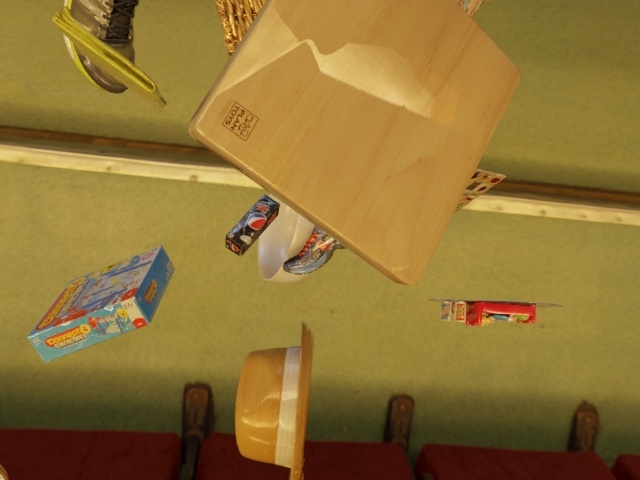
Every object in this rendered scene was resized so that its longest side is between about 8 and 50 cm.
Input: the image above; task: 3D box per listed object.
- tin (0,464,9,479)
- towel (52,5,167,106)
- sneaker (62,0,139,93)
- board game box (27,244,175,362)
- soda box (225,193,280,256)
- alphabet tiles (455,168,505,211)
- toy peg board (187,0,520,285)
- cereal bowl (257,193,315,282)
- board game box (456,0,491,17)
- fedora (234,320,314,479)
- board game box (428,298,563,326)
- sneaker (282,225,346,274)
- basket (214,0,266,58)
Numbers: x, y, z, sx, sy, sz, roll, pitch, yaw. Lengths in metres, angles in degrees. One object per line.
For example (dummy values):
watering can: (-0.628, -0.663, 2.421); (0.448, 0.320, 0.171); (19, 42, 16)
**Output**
tin: (-0.511, 0.342, 0.823); (0.040, 0.190, 0.106); (28, 87, 32)
towel: (-0.204, -0.177, 0.628); (0.102, 0.237, 0.021); (35, 90, -15)
sneaker: (-0.319, -0.371, 0.930); (0.111, 0.121, 0.299); (-26, 127, -44)
board game box: (-0.569, 0.160, 1.639); (0.302, 0.308, 0.086); (-21, 112, 8)
soda box: (-0.175, -0.040, 1.589); (0.053, 0.060, 0.169); (33, 60, 10)
alphabet tiles: (0.307, -0.119, 1.496); (0.237, 0.009, 0.198); (6, 148, -40)
toy peg board: (0.016, -0.082, 0.378); (0.161, 0.079, 0.161); (35, 76, -26)
cereal bowl: (-0.049, -0.045, 1.638); (0.141, 0.339, 0.338); (12, 100, -20)
board game box: (0.335, -0.697, 1.580); (0.232, 0.141, 0.291); (39, 59, 12)
fedora: (-0.052, 0.184, 0.686); (0.079, 0.194, 0.194); (5, 101, 0)
board game box: (0.228, 0.097, 0.805); (0.169, 0.133, 0.033); (-2, 81, 37)
sneaker: (0.000, 0.000, 1.440); (0.221, 0.083, 0.087); (-36, 108, -5)
basket: (-0.071, -0.472, 1.105); (0.223, 0.213, 0.299); (-11, 112, 9)
